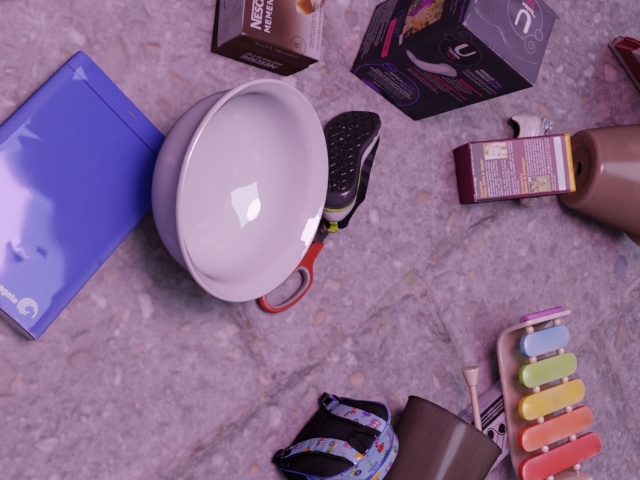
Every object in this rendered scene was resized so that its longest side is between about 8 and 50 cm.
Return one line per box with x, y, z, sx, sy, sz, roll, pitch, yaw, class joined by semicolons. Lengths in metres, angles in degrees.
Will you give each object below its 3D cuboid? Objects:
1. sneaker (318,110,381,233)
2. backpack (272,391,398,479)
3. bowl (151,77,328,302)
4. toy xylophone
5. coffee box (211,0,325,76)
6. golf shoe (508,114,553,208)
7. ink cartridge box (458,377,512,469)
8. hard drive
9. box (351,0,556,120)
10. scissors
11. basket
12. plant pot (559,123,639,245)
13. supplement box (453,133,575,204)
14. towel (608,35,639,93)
0.037;-0.108;1.397;0.097;0.084;0.235;84;22;-46;sneaker
0.044;0.306;1.297;0.158;0.173;0.117;-48;111;-30;backpack
-0.129;-0.076;1.213;0.298;0.134;0.298;-25;121;-49;bowl
0.359;0.282;1.518;0.236;0.081;0.323;-19;98;-35;toy xylophone
-0.071;-0.389;1.336;0.141;0.098;0.246;12;78;-33;coffee box
0.371;-0.148;1.654;0.086;0.069;0.176;10;77;-10;golf shoe
0.321;0.304;1.568;0.207;0.046;0.097;-33;105;-33;ink cartridge box
-0.339;-0.062;1.150;0.210;0.040;0.319;48;61;-22;hard drive
0.205;-0.312;1.415;0.165;0.270;0.143;32;68;-29;box
0.000;0.000;1.395;0.297;0.021;0.109;-37;100;-34;scissors
0.155;0.382;1.376;0.227;0.154;0.204;-59;140;-14;basket
0.582;-0.123;1.696;0.229;0.263;0.263;8;80;-17;plant pot
0.337;-0.124;1.563;0.188;0.081;0.104;-6;89;-11;supplement box
0.699;-0.284;1.750;0.037;0.329;0.237;-39;112;7;towel
